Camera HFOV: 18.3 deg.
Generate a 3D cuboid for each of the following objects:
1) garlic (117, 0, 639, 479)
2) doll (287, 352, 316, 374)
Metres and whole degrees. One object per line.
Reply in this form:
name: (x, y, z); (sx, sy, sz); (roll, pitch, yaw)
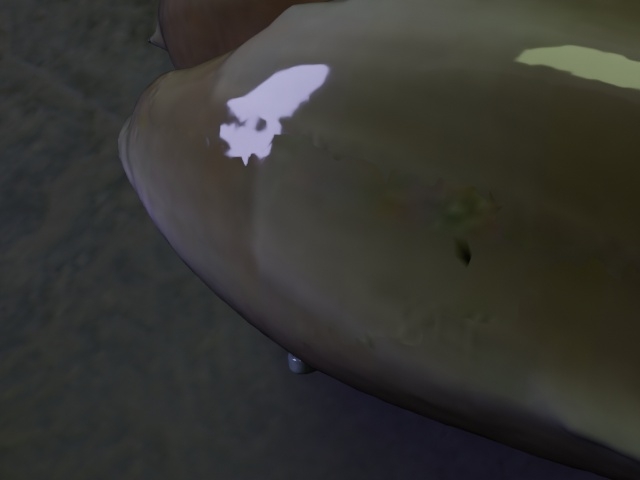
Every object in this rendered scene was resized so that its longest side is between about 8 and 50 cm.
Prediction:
garlic: (0.110, -0.060, 0.468); (0.325, 0.132, 0.279); (28, 46, 30)
doll: (0.000, 0.001, 0.550); (0.057, 0.039, 0.114); (11, 40, -1)
